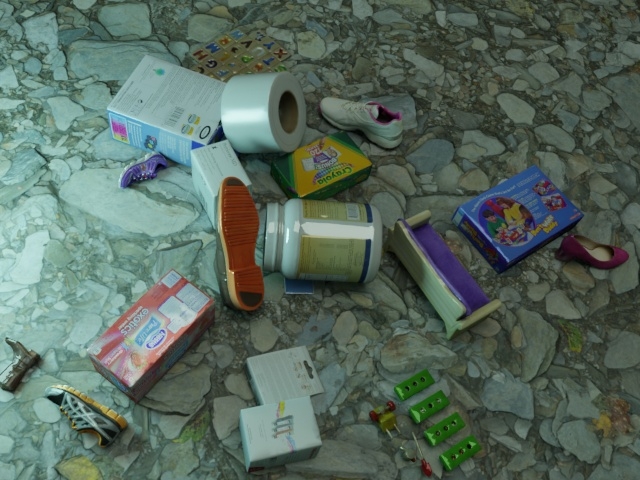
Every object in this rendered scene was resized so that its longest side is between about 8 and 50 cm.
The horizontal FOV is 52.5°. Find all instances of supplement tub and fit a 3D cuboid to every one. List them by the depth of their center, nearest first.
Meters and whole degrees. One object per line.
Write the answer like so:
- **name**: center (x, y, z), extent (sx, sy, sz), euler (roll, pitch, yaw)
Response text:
- **supplement tub**: center (0.000, 0.000, 1.820), extent (0.316, 0.228, 0.228), euler (4, 58, -7)

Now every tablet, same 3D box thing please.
- **tablet**: center (-0.062, 0.129, 1.861), extent (0.083, 0.006, 0.054), euler (1, 58, -9)

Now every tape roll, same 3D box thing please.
- **tape roll**: center (-0.170, -0.391, 1.997), extent (0.169, 0.246, 0.246), euler (2, 53, 27)

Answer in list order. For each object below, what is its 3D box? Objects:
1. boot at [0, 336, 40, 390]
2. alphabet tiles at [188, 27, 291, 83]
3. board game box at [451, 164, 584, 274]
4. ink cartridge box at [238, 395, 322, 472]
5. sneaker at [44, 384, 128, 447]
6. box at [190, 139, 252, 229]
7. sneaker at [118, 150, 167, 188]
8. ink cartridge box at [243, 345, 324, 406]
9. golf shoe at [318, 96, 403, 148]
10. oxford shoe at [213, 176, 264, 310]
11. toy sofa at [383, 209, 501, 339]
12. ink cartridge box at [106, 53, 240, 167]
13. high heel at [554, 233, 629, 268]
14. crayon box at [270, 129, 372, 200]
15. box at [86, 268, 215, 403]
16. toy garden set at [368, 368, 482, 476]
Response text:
- **boot**: center (-0.780, 0.309, 1.622), extent (0.106, 0.037, 0.114), euler (27, 63, 10)
- **alphabet tiles**: center (-0.281, -0.627, 2.289), extent (0.285, 0.011, 0.342), euler (42, 62, 16)
- **board game box**: center (0.624, -0.073, 2.052), extent (0.347, 0.078, 0.233), euler (-27, 66, -23)
- **ink cartridge box**: center (-0.099, 0.470, 1.574), extent (0.176, 0.128, 0.127), euler (-7, 60, -14)
- **sneaker**: center (-0.575, 0.418, 1.560), extent (0.215, 0.084, 0.083), euler (26, 63, 6)
- **box**: center (-0.290, -0.162, 1.900), extent (0.119, 0.182, 0.181), euler (-21, 64, -20)
- **sneaker**: center (-0.535, -0.207, 1.959), extent (0.071, 0.068, 0.170), euler (43, 61, 11)
- **ink cartridge box**: center (-0.098, 0.361, 1.705), extent (0.179, 0.045, 0.145), euler (-6, 57, -34)
- **golf shoe**: center (0.141, -0.423, 2.157), extent (0.306, 0.140, 0.115), euler (23, 60, 7)
- **oxford shoe**: center (-0.248, 0.011, 1.759), extent (0.130, 0.133, 0.363), euler (0, 84, -43)
- **toy sofa**: center (0.347, 0.083, 1.856), extent (0.150, 0.177, 0.362), euler (-24, 64, -21)
- **ink cartridge box**: center (-0.423, -0.388, 2.037), extent (0.395, 0.151, 0.270), euler (20, 58, 5)
- **high heel**: center (0.859, 0.023, 2.007), extent (0.244, 0.117, 0.082), euler (8, 58, -4)
- **crayon box**: center (0.002, -0.223, 2.043), extent (0.278, 0.081, 0.165), euler (-27, 66, -23)
- **box**: center (-0.421, 0.242, 1.654), extent (0.154, 0.142, 0.300), euler (34, 60, 12)
- **toy garden set**: center (0.259, 0.485, 1.672), extent (0.204, 0.049, 0.244), euler (-24, 66, -23)
